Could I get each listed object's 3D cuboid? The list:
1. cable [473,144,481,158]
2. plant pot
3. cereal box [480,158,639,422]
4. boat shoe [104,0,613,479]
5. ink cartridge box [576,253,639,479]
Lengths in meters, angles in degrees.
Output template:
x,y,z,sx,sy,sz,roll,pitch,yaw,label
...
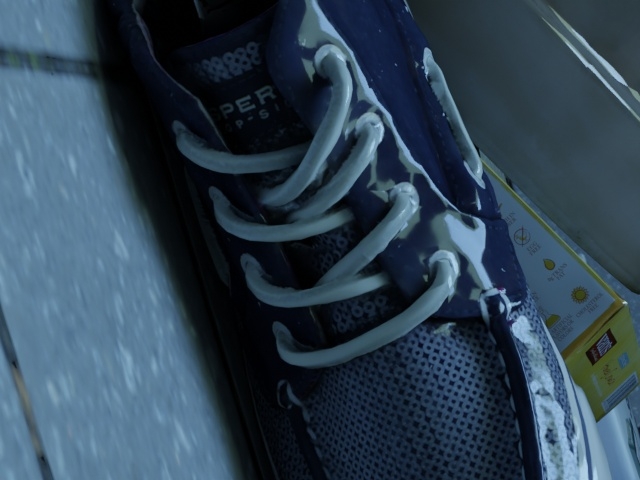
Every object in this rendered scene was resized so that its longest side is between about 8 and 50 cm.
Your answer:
x,y,z,sx,sy,sz,roll,pitch,yaw,label
0.056,-0.001,1.047,0.184,0.047,0.150,122,-31,-72,cable
0.146,-0.183,0.935,0.323,0.280,0.323,43,7,-6,plant pot
0.055,-0.021,0.873,0.240,0.047,0.173,46,0,20,cereal box
0.000,0.000,0.659,0.158,0.127,0.340,42,24,-60,boat shoe
0.159,0.179,1.191,0.211,0.121,0.289,-71,143,-73,ink cartridge box
